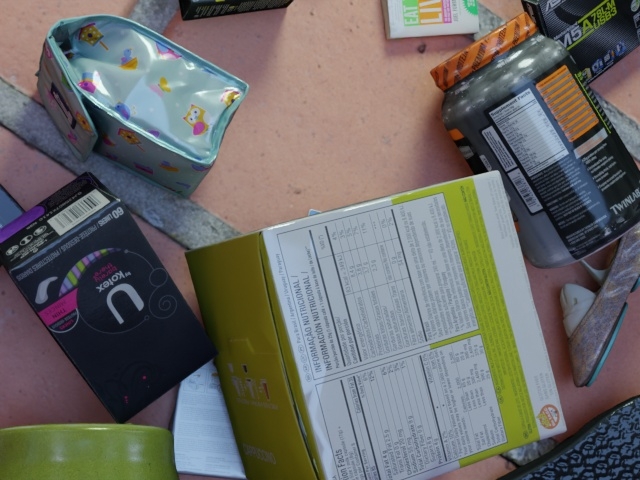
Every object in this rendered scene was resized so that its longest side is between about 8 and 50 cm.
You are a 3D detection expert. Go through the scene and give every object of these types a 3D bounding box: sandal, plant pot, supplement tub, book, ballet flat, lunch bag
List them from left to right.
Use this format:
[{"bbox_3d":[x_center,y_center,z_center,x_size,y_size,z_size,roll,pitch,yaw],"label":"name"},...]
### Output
[{"bbox_3d":[-0.301,0.412,1.401,0.367,0.366,0.352,3,75,-14],"label":"plant pot"},{"bbox_3d":[-0.252,-0.180,1.477,0.262,0.223,0.160,25,75,-11],"label":"lunch bag"},{"bbox_3d":[0.165,-0.355,1.691,0.144,0.035,0.096,-8,93,-16],"label":"book"},{"bbox_3d":[0.314,-0.145,1.625,0.207,0.207,0.338,-33,95,-13],"label":"supplement tub"},{"bbox_3d":[0.409,0.345,1.693,0.446,0.107,0.167,-24,95,-1],"label":"sandal"},{"bbox_3d":[0.430,0.071,1.712,0.106,0.107,0.316,29,75,9],"label":"ballet flat"}]

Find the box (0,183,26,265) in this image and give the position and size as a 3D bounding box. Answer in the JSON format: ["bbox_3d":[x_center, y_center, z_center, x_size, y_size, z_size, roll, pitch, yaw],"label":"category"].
[{"bbox_3d":[-0.480,-0.019,1.481,0.158,0.093,0.156,-42,98,-11],"label":"box"}]

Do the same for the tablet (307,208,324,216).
[{"bbox_3d":[0.000,0.000,1.644,0.054,0.006,0.083,14,85,-13],"label":"tablet"}]

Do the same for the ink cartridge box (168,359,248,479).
[{"bbox_3d":[-0.138,0.245,1.588,0.146,0.045,0.179,9,76,-13],"label":"ink cartridge box"}]

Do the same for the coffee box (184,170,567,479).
[{"bbox_3d":[0.055,0.123,1.460,0.335,0.338,0.338,-15,91,-22],"label":"coffee box"}]

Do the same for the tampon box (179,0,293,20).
[{"bbox_3d":[-0.121,-0.388,1.582,0.161,0.101,0.120,-11,91,-14],"label":"tampon box"}]

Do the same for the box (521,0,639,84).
[{"bbox_3d":[0.406,-0.338,1.698,0.191,0.045,0.184,-37,130,-13],"label":"box"}]

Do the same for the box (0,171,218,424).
[{"bbox_3d":[-0.279,0.074,1.454,0.165,0.143,0.270,-36,121,-12],"label":"box"}]
